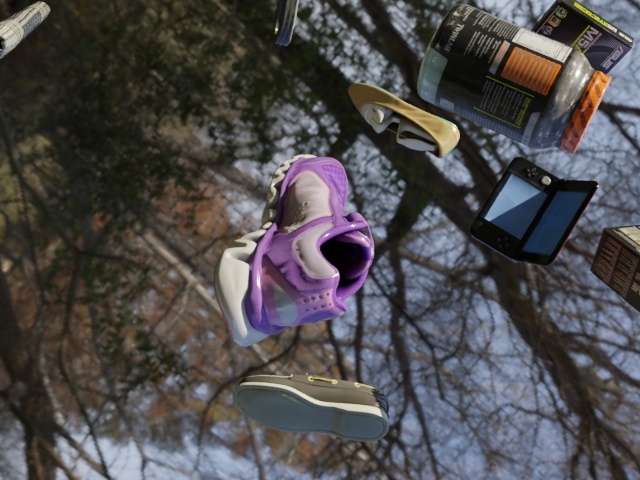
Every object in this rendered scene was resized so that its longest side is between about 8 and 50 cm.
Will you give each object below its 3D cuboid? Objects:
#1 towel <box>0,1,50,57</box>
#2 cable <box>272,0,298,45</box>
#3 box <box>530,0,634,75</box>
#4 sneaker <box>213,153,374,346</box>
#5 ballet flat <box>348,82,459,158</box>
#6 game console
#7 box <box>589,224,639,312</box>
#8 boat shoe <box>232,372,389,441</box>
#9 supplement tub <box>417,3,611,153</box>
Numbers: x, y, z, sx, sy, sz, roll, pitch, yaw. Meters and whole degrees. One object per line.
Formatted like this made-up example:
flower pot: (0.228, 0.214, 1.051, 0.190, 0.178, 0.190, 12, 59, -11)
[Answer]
towel: (-0.591, -0.268, 1.373, 0.324, 0.056, 0.312, -32, -157, 10)
cable: (-0.020, -0.449, 1.364, 0.139, 0.072, 0.287, -140, -127, -66)
box: (0.533, -0.405, 1.854, 0.190, 0.184, 0.045, -52, -173, 48)
sneaker: (0.000, 0.000, 0.727, 0.104, 0.095, 0.236, -8, -152, 21)
ballet flat: (0.141, -0.221, 1.599, 0.073, 0.232, 0.080, -57, 163, -25)
game console: (0.302, -0.045, 1.238, 0.144, 0.124, 0.085, -56, 170, -9)
box: (0.506, 0.051, 1.240, 0.180, 0.147, 0.077, -129, -140, -51)
boat shoe: (-0.013, 0.233, 1.263, 0.068, 0.228, 0.081, -79, -177, -56)
supplement tub: (0.379, -0.313, 1.714, 0.207, 0.338, 0.207, -57, 166, -23)
